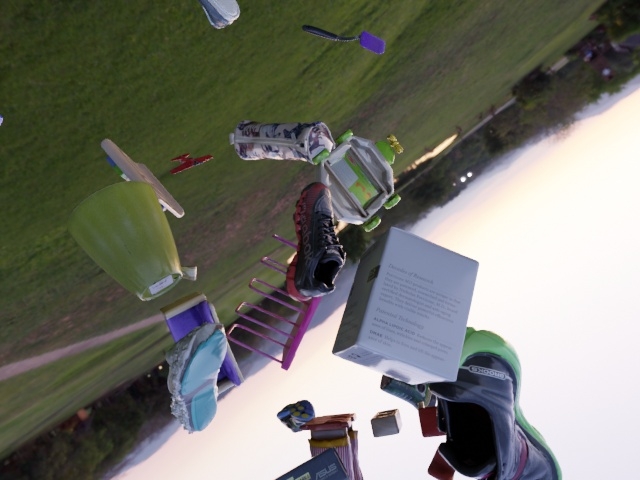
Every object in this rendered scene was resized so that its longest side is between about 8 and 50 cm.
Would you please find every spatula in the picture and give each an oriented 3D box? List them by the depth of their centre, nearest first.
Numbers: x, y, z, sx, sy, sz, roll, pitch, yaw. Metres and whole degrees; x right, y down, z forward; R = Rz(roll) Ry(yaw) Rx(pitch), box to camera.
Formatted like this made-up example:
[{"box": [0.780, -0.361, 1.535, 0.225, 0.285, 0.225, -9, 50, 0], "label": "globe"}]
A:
[{"box": [0.081, -0.703, 1.673, 0.030, 0.296, 0.084, 103, -3, -59], "label": "spatula"}]

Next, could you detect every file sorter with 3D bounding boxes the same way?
[{"box": [-0.103, 0.145, 1.260, 0.202, 0.182, 0.291, -164, -81, -87], "label": "file sorter"}]

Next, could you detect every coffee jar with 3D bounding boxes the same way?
[{"box": [0.285, 0.470, 1.537, 0.079, 0.184, 0.096, -55, -173, 44], "label": "coffee jar"}]

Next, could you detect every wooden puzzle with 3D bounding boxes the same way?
[{"box": [-0.724, -0.229, 1.959, 0.080, 0.322, 0.348, -42, 174, -3], "label": "wooden puzzle"}]

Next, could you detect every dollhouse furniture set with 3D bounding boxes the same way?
[{"box": [0.153, 0.496, 1.109, 0.373, 0.202, 0.152, -11, 167, 12], "label": "dollhouse furniture set"}]

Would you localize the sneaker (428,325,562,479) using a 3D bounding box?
[{"box": [0.320, 0.393, 0.939, 0.202, 0.483, 0.185, -39, -158, -30], "label": "sneaker"}]

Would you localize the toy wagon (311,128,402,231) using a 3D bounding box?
[{"box": [0.130, -0.202, 1.457, 0.344, 0.267, 0.068, -45, -167, -33], "label": "toy wagon"}]

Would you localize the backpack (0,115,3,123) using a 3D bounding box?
[{"box": [-0.932, -0.333, 1.277, 0.098, 0.120, 0.101, -57, -176, -6], "label": "backpack"}]

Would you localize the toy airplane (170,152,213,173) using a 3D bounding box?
[{"box": [-0.423, -0.256, 1.549, 0.151, 0.028, 0.151, -11, -154, 6], "label": "toy airplane"}]

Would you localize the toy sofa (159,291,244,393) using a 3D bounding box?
[{"box": [-0.416, 0.375, 1.702, 0.150, 0.363, 0.177, -26, -163, -24], "label": "toy sofa"}]

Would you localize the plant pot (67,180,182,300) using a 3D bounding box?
[{"box": [-0.551, 0.022, 1.444, 0.274, 0.294, 0.275, -35, 166, -10], "label": "plant pot"}]

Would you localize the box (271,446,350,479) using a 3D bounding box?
[{"box": [-0.087, 0.415, 0.749, 0.232, 0.059, 0.183, -18, 155, -29], "label": "box"}]

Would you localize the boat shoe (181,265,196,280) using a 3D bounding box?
[{"box": [-0.470, 0.112, 1.613, 0.152, 0.048, 0.056, -5, 177, 33], "label": "boat shoe"}]

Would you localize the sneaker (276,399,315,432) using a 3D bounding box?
[{"box": [-0.060, 0.509, 1.390, 0.067, 0.078, 0.188, -37, 180, -37], "label": "sneaker"}]

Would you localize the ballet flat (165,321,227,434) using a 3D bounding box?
[{"box": [-0.323, 0.326, 1.179, 0.147, 0.147, 0.409, -32, 147, -43], "label": "ballet flat"}]

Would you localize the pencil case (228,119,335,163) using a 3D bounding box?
[{"box": [-0.156, -0.382, 1.863, 0.409, 0.160, 0.183, 10, -176, 34], "label": "pencil case"}]

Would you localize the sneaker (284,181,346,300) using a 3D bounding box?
[{"box": [0.000, 0.000, 1.081, 0.097, 0.277, 0.135, 15, 168, -40], "label": "sneaker"}]

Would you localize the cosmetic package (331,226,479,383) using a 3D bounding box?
[{"box": [0.127, 0.106, 0.742, 0.151, 0.151, 0.184, 126, -16, -67], "label": "cosmetic package"}]

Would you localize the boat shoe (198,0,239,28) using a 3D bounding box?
[{"box": [-0.389, -0.791, 1.474, 0.099, 0.319, 0.116, -18, -144, 45], "label": "boat shoe"}]
